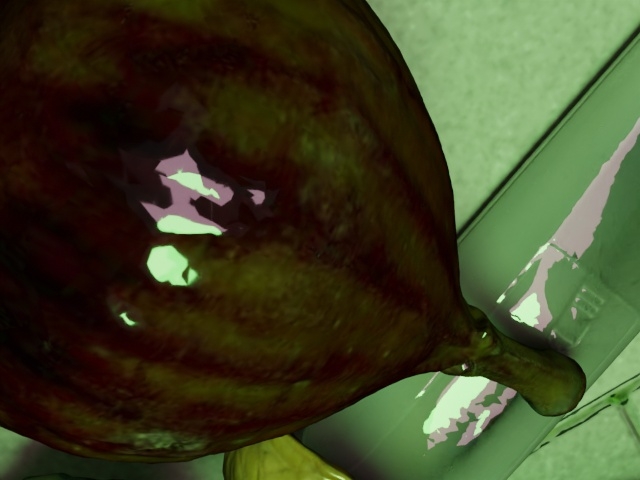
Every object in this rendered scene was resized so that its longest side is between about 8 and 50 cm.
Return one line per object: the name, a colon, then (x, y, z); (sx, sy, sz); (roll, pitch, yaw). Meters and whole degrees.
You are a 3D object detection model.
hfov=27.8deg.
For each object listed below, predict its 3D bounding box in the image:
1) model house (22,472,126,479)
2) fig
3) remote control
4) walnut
model house: (-0.105, 0.311, 0.584); (0.343, 0.334, 0.382); (-22, 112, -14)
fig: (0.000, 0.000, 0.520); (0.321, 0.217, 0.217); (22, 107, -28)
remote control: (0.125, 0.020, 0.632); (0.109, 0.055, 0.313); (36, 101, -24)
walnut: (-0.001, 0.126, 0.583); (0.121, 0.091, 0.052); (41, 84, -19)
